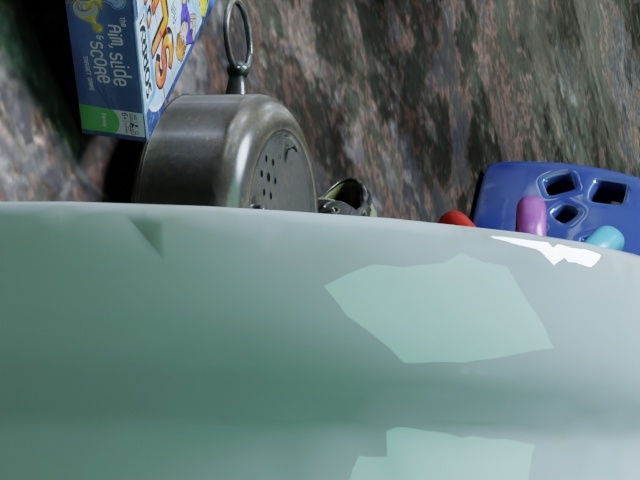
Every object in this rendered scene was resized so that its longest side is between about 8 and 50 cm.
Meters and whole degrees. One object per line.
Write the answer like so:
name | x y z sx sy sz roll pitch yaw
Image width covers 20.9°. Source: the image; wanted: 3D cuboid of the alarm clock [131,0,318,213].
alarm clock | -0.042 -0.028 0.864 0.129 0.064 0.192 19 69 -69

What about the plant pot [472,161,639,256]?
plant pot | 0.240 0.085 1.338 0.236 0.212 0.236 -76 150 -42

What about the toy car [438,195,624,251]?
toy car | 0.128 0.039 1.132 0.159 0.182 0.136 72 11 -73

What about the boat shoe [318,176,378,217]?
boat shoe | 0.000 0.000 0.996 0.152 0.056 0.049 -52 127 -72

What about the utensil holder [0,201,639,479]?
utensil holder | -0.061 0.208 0.439 0.327 0.328 0.385 19 68 -65

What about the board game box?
board game box | -0.081 -0.165 0.781 0.136 0.035 0.201 -71 166 -45
